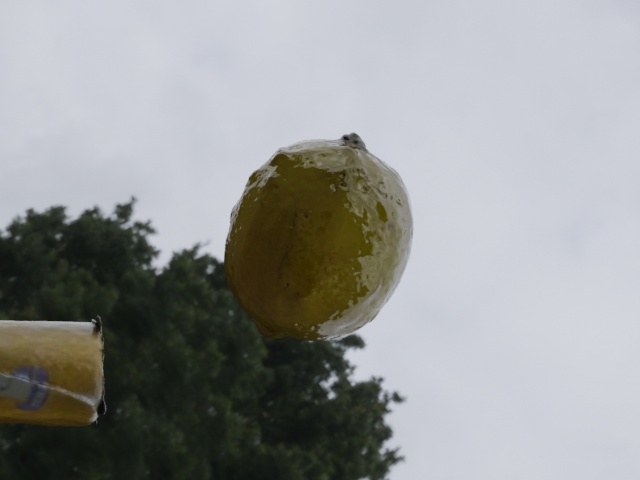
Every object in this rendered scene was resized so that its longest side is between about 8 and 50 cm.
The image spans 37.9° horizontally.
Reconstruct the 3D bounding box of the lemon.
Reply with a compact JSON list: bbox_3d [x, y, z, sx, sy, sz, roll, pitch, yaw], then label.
[{"bbox_3d":[-0.001,0.002,1.271,0.260,0.284,0.260,32,-16,10],"label":"lemon"}]

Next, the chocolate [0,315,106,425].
[{"bbox_3d":[-0.264,0.092,0.648,0.085,0.219,0.086,-175,-90,-65],"label":"chocolate"}]
